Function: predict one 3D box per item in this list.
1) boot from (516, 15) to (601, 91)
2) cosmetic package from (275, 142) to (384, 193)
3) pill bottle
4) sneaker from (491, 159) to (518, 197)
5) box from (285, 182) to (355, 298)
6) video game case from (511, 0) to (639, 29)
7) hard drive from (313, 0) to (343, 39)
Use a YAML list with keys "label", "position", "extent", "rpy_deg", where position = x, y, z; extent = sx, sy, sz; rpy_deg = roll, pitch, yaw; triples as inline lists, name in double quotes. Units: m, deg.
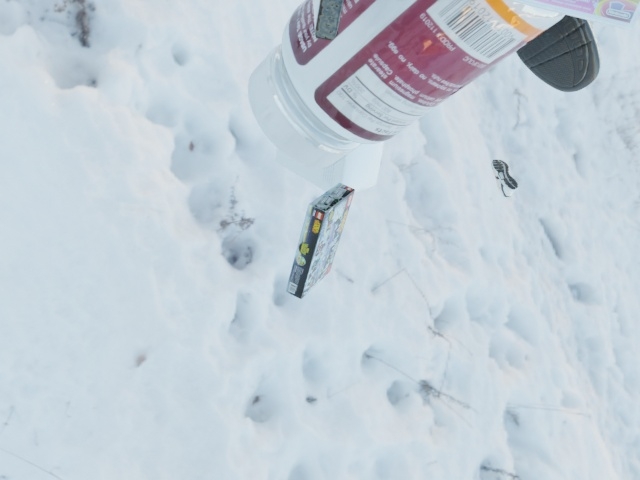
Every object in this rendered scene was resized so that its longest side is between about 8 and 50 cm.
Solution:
- label: "boot"
  position: [0.436, -0.498, 1.131]
  extent: [0.377, 0.138, 0.284]
  rpy_deg: [47, 50, -10]
- label: "cosmetic package"
  position: [0.025, -0.251, 1.344]
  extent: [0.138, 0.225, 0.224]
  rpy_deg: [-24, 135, -37]
- label: "pill bottle"
  position: [0.092, -0.268, 0.772]
  extent: [0.224, 0.392, 0.224]
  rpy_deg: [25, 51, -34]
- label: "sneaker"
  position: [0.420, -0.144, 1.357]
  extent: [0.040, 0.043, 0.109]
  rpy_deg: [-2, 51, -10]
- label: "box"
  position: [0.000, 0.000, 0.776]
  extent: [0.094, 0.027, 0.137]
  rpy_deg: [-42, 152, -55]
- label: "video game case"
  position: [0.177, -0.203, 0.361]
  extent: [0.011, 0.087, 0.122]
  rpy_deg: [-66, 171, -58]
- label: "hard drive"
  position: [0.010, -0.260, 0.543]
  extent: [0.022, 0.094, 0.135]
  rpy_deg: [6, 42, -8]
